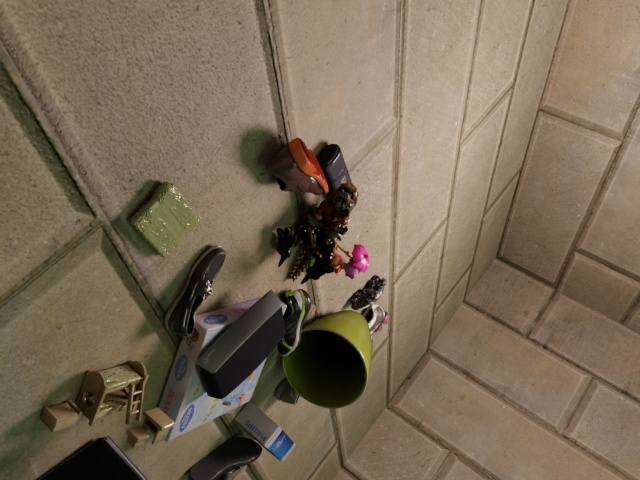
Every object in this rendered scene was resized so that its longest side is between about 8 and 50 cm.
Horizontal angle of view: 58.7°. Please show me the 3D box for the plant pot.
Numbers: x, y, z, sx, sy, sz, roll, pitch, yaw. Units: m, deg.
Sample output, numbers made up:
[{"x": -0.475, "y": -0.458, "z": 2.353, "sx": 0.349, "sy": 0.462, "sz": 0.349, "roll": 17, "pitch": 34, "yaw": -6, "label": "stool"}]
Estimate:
[{"x": 0.060, "y": 0.347, "z": 1.854, "sx": 0.293, "sy": 0.274, "sz": 0.275, "roll": -41, "pitch": 153, "yaw": -63, "label": "plant pot"}]

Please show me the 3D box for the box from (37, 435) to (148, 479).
[{"x": -0.404, "y": 0.759, "z": 1.156, "sx": 0.297, "sy": 0.479, "sz": 0.472, "roll": -33, "pitch": 143, "yaw": -41, "label": "box"}]

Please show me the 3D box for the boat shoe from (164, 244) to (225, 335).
[{"x": -0.252, "y": 0.109, "z": 1.215, "sx": 0.206, "sy": 0.065, "sz": 0.075, "roll": -58, "pitch": 154, "yaw": -2, "label": "boat shoe"}]

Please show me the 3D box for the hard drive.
[{"x": -0.179, "y": 0.253, "z": 1.362, "sx": 0.254, "sy": 0.054, "sz": 0.172, "roll": -44, "pitch": 149, "yaw": -31, "label": "hard drive"}]

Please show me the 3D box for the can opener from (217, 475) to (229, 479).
[{"x": -0.343, "y": 0.764, "z": 1.772, "sx": 0.186, "sy": 0.059, "sz": 0.073, "roll": -53, "pitch": -178, "yaw": 9, "label": "can opener"}]

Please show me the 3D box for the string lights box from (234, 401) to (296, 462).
[{"x": -0.173, "y": 0.617, "z": 1.824, "sx": 0.077, "sy": 0.133, "sz": 0.260, "roll": -48, "pitch": 153, "yaw": -19, "label": "string lights box"}]

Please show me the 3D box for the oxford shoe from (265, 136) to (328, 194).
[{"x": -0.051, "y": -0.154, "z": 1.304, "sx": 0.098, "sy": 0.097, "sz": 0.271, "roll": -26, "pitch": 162, "yaw": 8, "label": "oxford shoe"}]

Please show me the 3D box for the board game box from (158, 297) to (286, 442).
[{"x": -0.247, "y": 0.311, "z": 1.439, "sx": 0.318, "sy": 0.065, "sz": 0.319, "roll": -7, "pitch": 123, "yaw": -59, "label": "board game box"}]

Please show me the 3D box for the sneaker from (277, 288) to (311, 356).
[{"x": -0.105, "y": 0.232, "z": 1.632, "sx": 0.097, "sy": 0.084, "sz": 0.235, "roll": -1, "pitch": 120, "yaw": -34, "label": "sneaker"}]

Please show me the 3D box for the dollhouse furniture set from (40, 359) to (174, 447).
[{"x": -0.390, "y": 0.320, "z": 1.079, "sx": 0.182, "sy": 0.160, "sz": 0.101, "roll": -1, "pitch": 118, "yaw": -62, "label": "dollhouse furniture set"}]

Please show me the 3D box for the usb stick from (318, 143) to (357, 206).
[{"x": 0.050, "y": -0.154, "z": 1.501, "sx": 0.077, "sy": 0.045, "sz": 0.278, "roll": -62, "pitch": 157, "yaw": -17, "label": "usb stick"}]

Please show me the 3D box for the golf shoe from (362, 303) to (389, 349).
[{"x": 0.161, "y": 0.371, "z": 2.237, "sx": 0.120, "sy": 0.105, "sz": 0.273, "roll": 40, "pitch": 75, "yaw": -49, "label": "golf shoe"}]

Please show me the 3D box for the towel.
[{"x": -0.284, "y": -0.035, "z": 1.048, "sx": 0.110, "sy": 0.027, "sz": 0.148, "roll": -52, "pitch": 155, "yaw": -13, "label": "towel"}]

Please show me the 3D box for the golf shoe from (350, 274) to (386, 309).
[{"x": 0.177, "y": 0.214, "z": 2.097, "sx": 0.198, "sy": 0.077, "sz": 0.094, "roll": -35, "pitch": 146, "yaw": -39, "label": "golf shoe"}]

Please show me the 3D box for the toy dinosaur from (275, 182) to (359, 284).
[{"x": 0.000, "y": 0.000, "z": 1.473, "sx": 0.218, "sy": 0.164, "sz": 0.322, "roll": -50, "pitch": 154, "yaw": -53, "label": "toy dinosaur"}]

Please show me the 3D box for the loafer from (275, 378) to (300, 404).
[{"x": -0.045, "y": 0.475, "z": 1.958, "sx": 0.251, "sy": 0.087, "sz": 0.094, "roll": -41, "pitch": 149, "yaw": -33, "label": "loafer"}]

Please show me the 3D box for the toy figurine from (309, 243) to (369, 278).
[{"x": 0.061, "y": 0.051, "z": 1.614, "sx": 0.130, "sy": 0.159, "sz": 0.173, "roll": -23, "pitch": 138, "yaw": -51, "label": "toy figurine"}]

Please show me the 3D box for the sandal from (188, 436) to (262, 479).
[{"x": -0.291, "y": 0.674, "z": 1.728, "sx": 0.254, "sy": 0.097, "sz": 0.055, "roll": -12, "pitch": 128, "yaw": -43, "label": "sandal"}]
